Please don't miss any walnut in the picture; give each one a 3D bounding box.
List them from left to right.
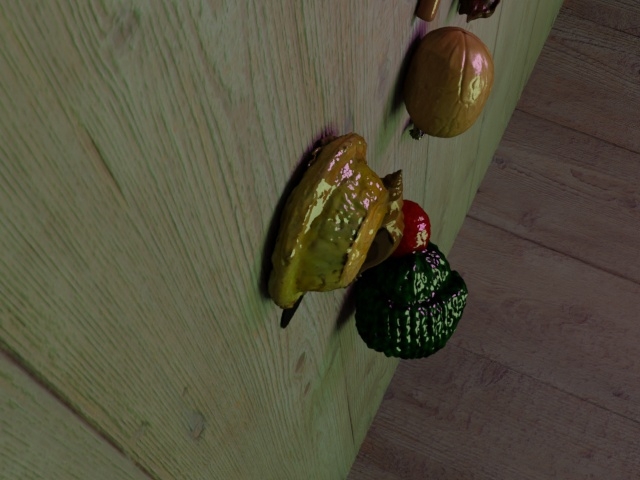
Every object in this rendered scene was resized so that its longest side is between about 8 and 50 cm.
[{"bbox_3d":[0.232,-0.287,1.840,0.165,0.165,0.197,-43,156,-61],"label":"walnut"}]

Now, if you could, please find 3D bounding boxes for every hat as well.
[{"bbox_3d":[0.199,0.070,2.182,0.274,0.242,0.332,-70,163,-64],"label":"hat"}]

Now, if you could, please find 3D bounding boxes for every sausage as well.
[{"bbox_3d":[0.188,-0.412,1.717,0.034,0.034,0.083,-44,154,-61],"label":"sausage"}]

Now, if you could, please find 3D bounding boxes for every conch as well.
[{"bbox_3d":[0.093,-0.020,1.865,0.330,0.109,0.093,113,0,-51],"label":"conch"}]

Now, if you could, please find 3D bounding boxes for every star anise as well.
[{"bbox_3d":[0.333,-0.524,1.995,0.212,0.111,0.196,-63,161,10],"label":"star anise"}]

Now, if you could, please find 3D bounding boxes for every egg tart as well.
[{"bbox_3d":[0.016,-0.019,1.515,0.288,0.118,0.288,-60,169,-19],"label":"egg tart"}]

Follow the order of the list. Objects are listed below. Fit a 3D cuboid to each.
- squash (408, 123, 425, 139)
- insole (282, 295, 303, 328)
[{"bbox_3d":[0.255,-0.267,2.152,0.318,0.071,0.080,-35,146,-67],"label":"squash"},{"bbox_3d":[0.000,0.000,1.706,0.109,0.007,0.322,25,87,-79],"label":"insole"}]
